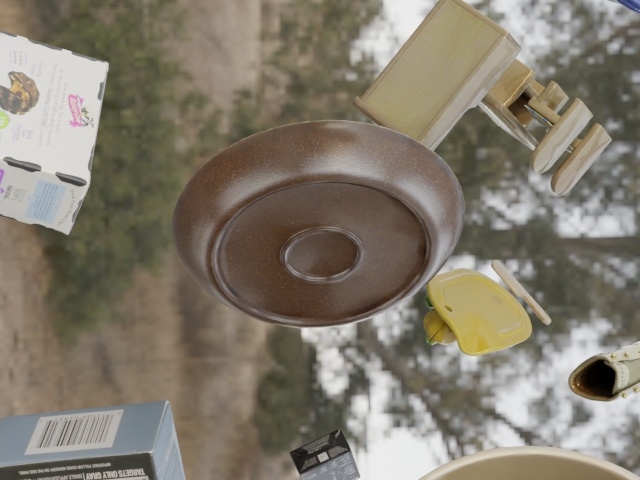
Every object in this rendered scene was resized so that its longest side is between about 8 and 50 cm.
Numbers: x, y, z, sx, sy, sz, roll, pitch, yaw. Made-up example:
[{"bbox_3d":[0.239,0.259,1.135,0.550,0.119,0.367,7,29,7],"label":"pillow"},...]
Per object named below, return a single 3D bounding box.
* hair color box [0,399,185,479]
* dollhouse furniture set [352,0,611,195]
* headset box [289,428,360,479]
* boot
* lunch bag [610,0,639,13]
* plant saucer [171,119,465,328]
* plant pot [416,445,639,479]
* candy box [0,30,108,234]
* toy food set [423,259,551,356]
[{"bbox_3d":[-0.225,0.366,1.651,0.113,0.185,0.374,-82,164,-66],"label":"hair color box"},{"bbox_3d":[0.170,-0.145,1.751,0.212,0.161,0.242,41,4,33],"label":"dollhouse furniture set"},{"bbox_3d":[0.006,0.246,1.683,0.083,0.062,0.032,72,-8,-58],"label":"headset box"},{"bbox_3d":[0.451,0.163,2.058,0.213,0.165,0.077,-21,-99,51],"label":"boot"},{"bbox_3d":[0.193,-0.317,1.034,0.243,0.303,0.115,-49,-164,9],"label":"lunch bag"},{"bbox_3d":[0.000,0.000,1.624,0.310,0.311,0.050,95,-8,-47],"label":"plant saucer"},{"bbox_3d":[0.133,0.317,1.071,0.274,0.256,0.256,95,-8,-58],"label":"plant pot"},{"bbox_3d":[-0.292,-0.107,1.338,0.165,0.196,0.070,-89,-159,-45],"label":"candy box"},{"bbox_3d":[0.193,0.102,1.949,0.128,0.218,0.071,46,-61,20],"label":"toy food set"}]
